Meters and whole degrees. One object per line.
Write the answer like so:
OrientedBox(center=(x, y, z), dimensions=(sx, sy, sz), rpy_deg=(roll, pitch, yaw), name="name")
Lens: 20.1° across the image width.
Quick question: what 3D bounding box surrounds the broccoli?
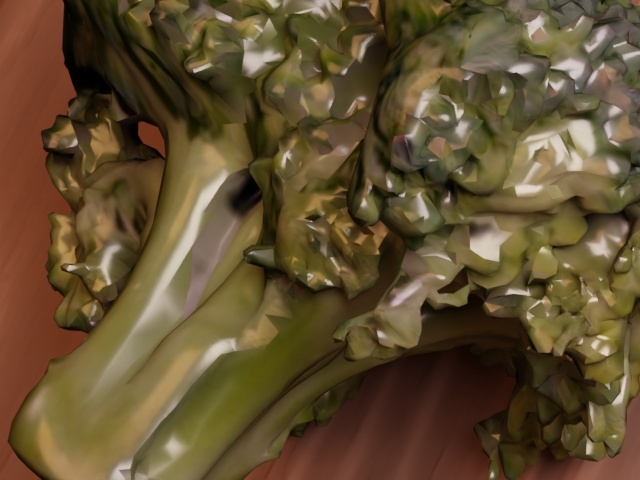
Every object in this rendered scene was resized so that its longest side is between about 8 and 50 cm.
OrientedBox(center=(0.008, -0.017, 0.779), dimensions=(0.317, 0.277, 0.338), rpy_deg=(-34, 46, 10), name="broccoli")
